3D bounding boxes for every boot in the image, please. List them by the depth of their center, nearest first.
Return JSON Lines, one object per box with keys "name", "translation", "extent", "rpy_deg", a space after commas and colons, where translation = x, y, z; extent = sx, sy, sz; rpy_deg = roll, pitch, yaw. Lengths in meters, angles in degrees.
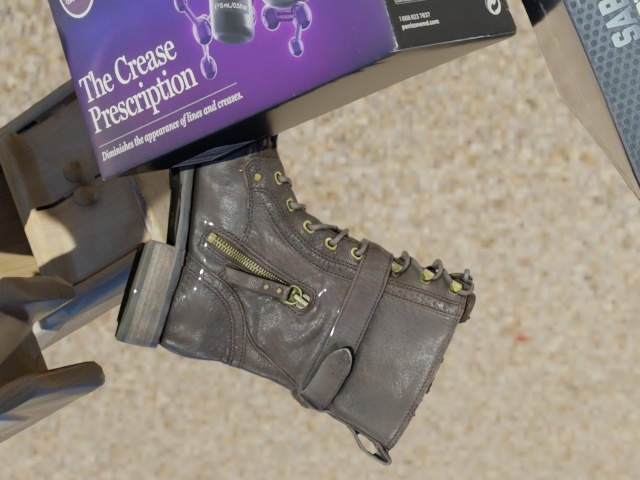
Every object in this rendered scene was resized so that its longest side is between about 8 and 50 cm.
{"name": "boot", "translation": [0.000, 0.000, 1.088], "extent": [0.229, 0.263, 0.091], "rpy_deg": [19, -176, -10]}

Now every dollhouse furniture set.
{"name": "dollhouse furniture set", "translation": [-0.306, -0.011, 1.120], "extent": [0.256, 0.362, 0.394], "rpy_deg": [-30, 164, 28]}

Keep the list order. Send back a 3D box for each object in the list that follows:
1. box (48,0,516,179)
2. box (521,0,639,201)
{"name": "box", "translation": [-0.040, -0.157, 0.889], "extent": [0.103, 0.184, 0.261], "rpy_deg": [-12, 175, -43]}
{"name": "box", "translation": [0.079, -0.136, 0.541], "extent": [0.059, 0.183, 0.233], "rpy_deg": [-25, 107, 6]}
